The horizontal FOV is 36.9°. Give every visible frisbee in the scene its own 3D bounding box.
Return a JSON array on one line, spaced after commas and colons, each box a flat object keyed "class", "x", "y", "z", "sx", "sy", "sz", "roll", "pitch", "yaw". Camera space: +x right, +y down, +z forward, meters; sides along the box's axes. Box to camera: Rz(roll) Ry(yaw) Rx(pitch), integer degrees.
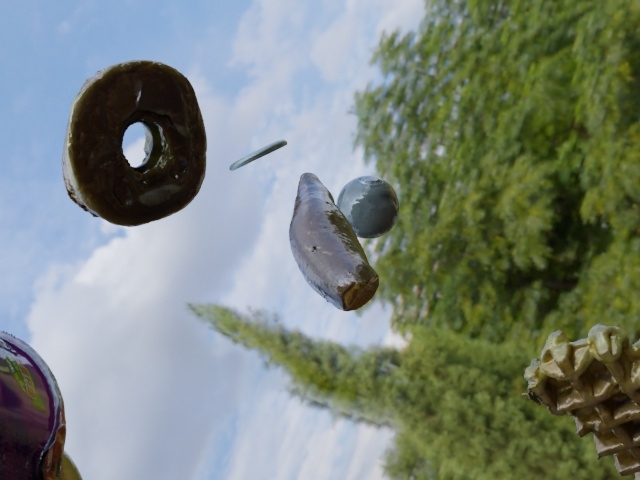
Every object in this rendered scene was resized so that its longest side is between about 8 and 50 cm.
[{"class": "frisbee", "x": -0.108, "y": -0.148, "z": 1.652, "sx": 0.014, "sy": 0.110, "sz": 0.110, "roll": 64, "pitch": -153, "yaw": -6}]

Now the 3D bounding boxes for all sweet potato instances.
[{"class": "sweet potato", "x": 0.000, "y": 0.000, "z": 1.029, "sx": 0.244, "sy": 0.077, "sz": 0.077, "roll": -120, "pitch": 35, "yaw": -54}]

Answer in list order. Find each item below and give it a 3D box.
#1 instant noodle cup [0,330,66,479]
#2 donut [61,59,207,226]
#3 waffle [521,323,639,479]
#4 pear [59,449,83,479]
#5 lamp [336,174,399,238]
[{"class": "instant noodle cup", "x": -0.358, "y": 0.148, "z": 0.759, "sx": 0.251, "sy": 0.251, "sz": 0.190, "roll": -64, "pitch": -27, "yaw": -20}, {"class": "donut", "x": -0.370, "y": -0.190, "z": 1.906, "sx": 0.330, "sy": 0.160, "sz": 0.330, "roll": -5, "pitch": -81, "yaw": -30}, {"class": "waffle", "x": 0.230, "y": 0.128, "z": 0.703, "sx": 0.046, "sy": 0.192, "sz": 0.161, "roll": -82, "pitch": 10, "yaw": -45}, {"class": "pear", "x": -0.541, "y": 0.479, "z": 1.694, "sx": 0.281, "sy": 0.280, "sz": 0.281, "roll": 20, "pitch": -90, "yaw": -74}, {"class": "lamp", "x": 0.076, "y": -0.053, "z": 1.544, "sx": 0.105, "sy": 0.105, "sz": 0.105, "roll": 20, "pitch": -90, "yaw": -74}]
